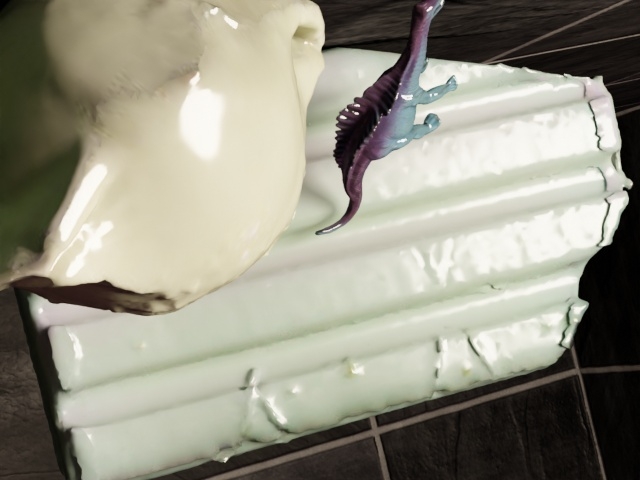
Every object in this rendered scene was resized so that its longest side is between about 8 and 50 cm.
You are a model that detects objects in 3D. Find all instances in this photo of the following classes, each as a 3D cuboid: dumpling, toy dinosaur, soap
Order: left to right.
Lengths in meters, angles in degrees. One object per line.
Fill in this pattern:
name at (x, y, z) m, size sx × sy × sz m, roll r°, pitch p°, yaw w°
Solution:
dumpling at (-0.103, -0.047, 0.642) m, size 0.193 × 0.147 × 0.258 m, roll 11°, pitch -142°, yaw 35°
soap at (0.000, 0.000, 1.092) m, size 0.446 × 0.261 × 0.156 m, roll -15°, pitch 179°, yaw -12°
toy dinosaur at (0.044, -0.082, 0.966) m, size 0.080 × 0.045 × 0.197 m, roll -21°, pitch 146°, yaw -46°
